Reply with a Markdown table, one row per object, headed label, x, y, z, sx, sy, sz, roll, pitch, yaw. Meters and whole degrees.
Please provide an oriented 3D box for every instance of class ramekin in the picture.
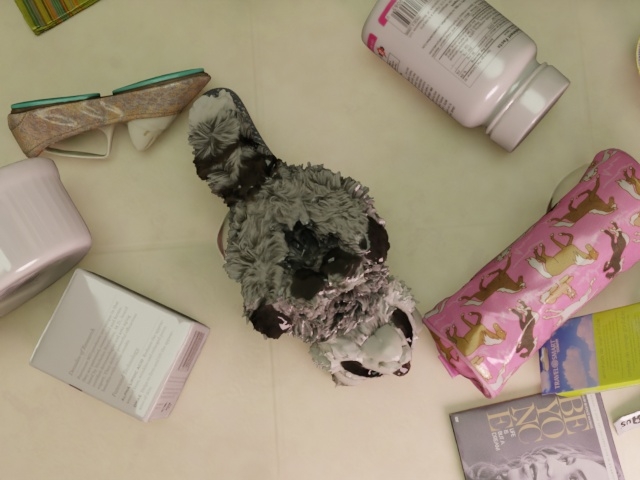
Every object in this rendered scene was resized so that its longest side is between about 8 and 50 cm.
| label | x | y | z | sx | sy | sz | roll | pitch | yaw |
| --- | --- | --- | --- | --- | --- | --- | --- | --- | --- |
| ramekin | -0.454 | 0.017 | 1.312 | 0.277 | 0.277 | 0.135 | -35 | 89 | -4 |

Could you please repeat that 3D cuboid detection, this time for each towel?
| label | x | y | z | sx | sy | sz | roll | pitch | yaw |
| --- | --- | --- | --- | --- | --- | --- | --- | --- | --- |
| towel | -0.377 | -0.427 | 1.503 | 0.237 | 0.021 | 0.102 | -31 | 82 | -3 |

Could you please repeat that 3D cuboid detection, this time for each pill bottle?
| label | x | y | z | sx | sy | sz | roll | pitch | yaw |
| --- | --- | --- | --- | --- | --- | --- | --- | --- | --- |
| pill bottle | 0.213 | -0.268 | 1.385 | 0.283 | 0.160 | 0.160 | 42 | 85 | 8 |

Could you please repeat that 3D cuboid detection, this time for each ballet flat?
| label | x | y | z | sx | sy | sz | roll | pitch | yaw |
| --- | --- | --- | --- | --- | --- | --- | --- | --- | --- |
| ballet flat | -0.311 | -0.183 | 1.433 | 0.316 | 0.107 | 0.106 | -10 | 101 | 6 |

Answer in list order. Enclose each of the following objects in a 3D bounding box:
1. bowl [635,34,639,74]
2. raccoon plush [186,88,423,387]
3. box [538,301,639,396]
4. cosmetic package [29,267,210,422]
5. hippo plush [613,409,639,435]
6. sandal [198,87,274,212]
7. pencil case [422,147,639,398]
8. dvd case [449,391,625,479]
| label | x | y | z | sx | sy | sz | roll | pitch | yaw |
| --- | --- | --- | --- | --- | --- | --- | --- | --- | --- |
| bowl | 0.547 | -0.262 | 1.412 | 0.170 | 0.080 | 0.170 | 0 | 81 | 3 |
| raccoon plush | 0.000 | 0.000 | 1.343 | 0.216 | 0.299 | 0.446 | -25 | 59 | 8 |
| box | 0.391 | 0.156 | 1.319 | 0.178 | 0.042 | 0.109 | -20 | 61 | 43 |
| cosmetic package | -0.279 | 0.149 | 1.340 | 0.183 | 0.151 | 0.151 | 24 | 83 | 7 |
| hippo plush | 0.543 | 0.175 | 1.261 | 0.294 | 0.236 | 0.234 | -34 | 81 | -3 |
| sandal | -0.111 | -0.112 | 1.430 | 0.097 | 0.054 | 0.255 | -18 | 77 | -11 |
| pencil case | 0.317 | 0.047 | 1.321 | 0.386 | 0.167 | 0.160 | -42 | 43 | -4 |
| dvd case | 0.313 | 0.306 | 1.359 | 0.221 | 0.018 | 0.165 | -13 | 80 | 0 |
